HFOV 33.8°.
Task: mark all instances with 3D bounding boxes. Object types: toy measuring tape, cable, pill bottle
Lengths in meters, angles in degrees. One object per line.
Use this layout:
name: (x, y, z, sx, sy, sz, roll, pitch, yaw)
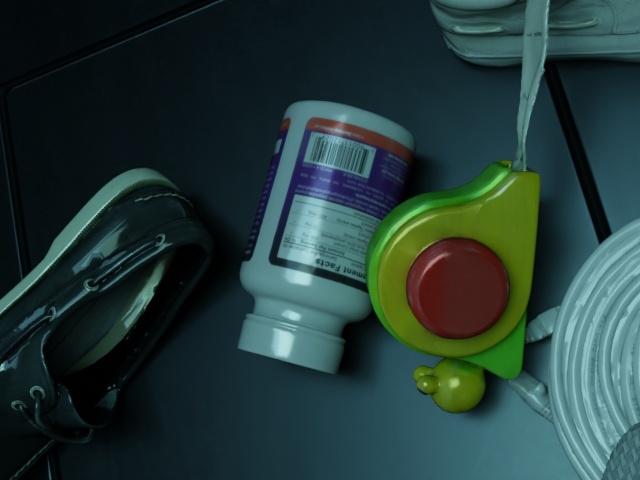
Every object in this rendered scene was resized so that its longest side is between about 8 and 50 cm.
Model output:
toy measuring tape: (0.090, -0.038, 0.731, 0.121, 0.121, 0.330, 7, 102, 23)
cable: (0.278, 0.088, 0.690, 0.257, 0.089, 0.257, -43, 66, 7)
pill bottle: (0.000, 0.000, 0.810, 0.108, 0.108, 0.194, 13, 83, 23)

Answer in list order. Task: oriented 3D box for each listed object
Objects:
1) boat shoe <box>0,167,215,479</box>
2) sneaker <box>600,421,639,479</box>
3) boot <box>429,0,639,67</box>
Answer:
boat shoe: (-0.204, 0.103, 0.857, 0.113, 0.127, 0.340, 36, 83, 36)
sneaker: (0.288, 0.255, 0.580, 0.210, 0.137, 0.366, -15, 91, -8)
boot: (0.203, -0.188, 0.767, 0.258, 0.123, 0.095, -7, 75, 20)
